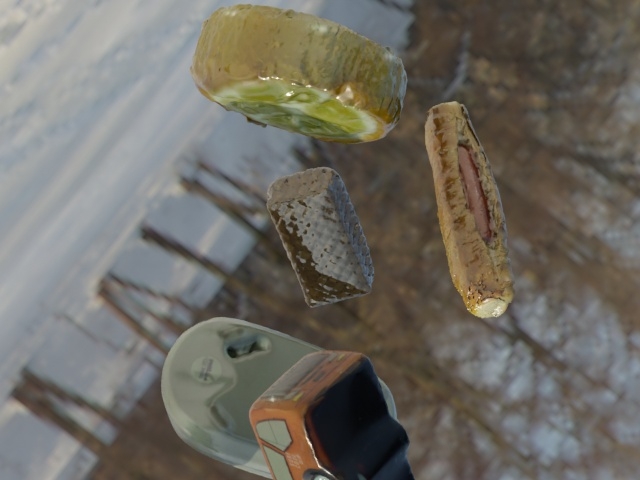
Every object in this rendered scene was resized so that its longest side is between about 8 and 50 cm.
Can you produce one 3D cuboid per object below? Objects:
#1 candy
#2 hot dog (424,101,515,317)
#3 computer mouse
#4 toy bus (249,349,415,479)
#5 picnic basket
[{"bbox_3d":[-0.024,-0.191,2.086,0.260,0.259,0.118,149,-43,-80],"label":"candy"},{"bbox_3d":[0.169,-0.041,2.089,0.083,0.068,0.289,-52,-139,47],"label":"hot dog"},{"bbox_3d":[-0.053,0.219,2.309,0.095,0.330,0.197,-39,-146,57],"label":"computer mouse"},{"bbox_3d":[0.049,0.269,1.464,0.092,0.409,0.093,11,-139,42],"label":"toy bus"},{"bbox_3d":[0.000,0.000,2.336,0.110,0.193,0.055,-14,-152,15],"label":"picnic basket"}]
